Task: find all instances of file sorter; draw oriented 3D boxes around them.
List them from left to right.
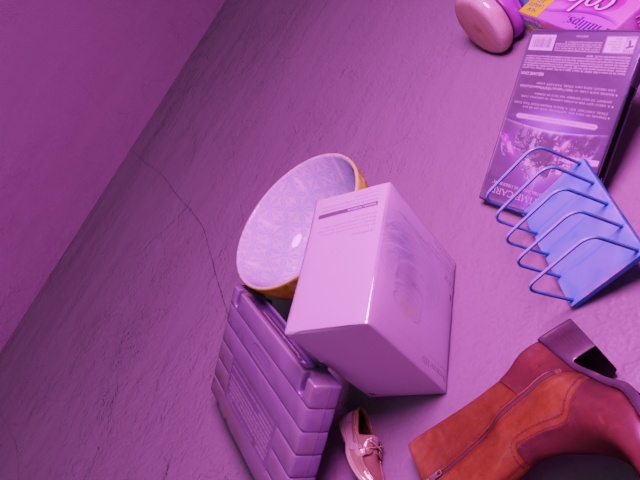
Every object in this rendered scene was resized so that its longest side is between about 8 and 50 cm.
[{"bbox_3d":[0.307,-0.023,0.769,0.118,0.104,0.170,-52,36,37],"label":"file sorter"}]

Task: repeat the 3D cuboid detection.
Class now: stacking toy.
[{"bbox_3d":[0.425,-0.521,1.138,0.330,0.141,0.141,-42,35,1],"label":"stacking toy"}]

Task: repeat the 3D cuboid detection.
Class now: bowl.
[{"bbox_3d":[0.000,0.000,1.089,0.289,0.156,0.290,-30,38,28],"label":"bowl"}]

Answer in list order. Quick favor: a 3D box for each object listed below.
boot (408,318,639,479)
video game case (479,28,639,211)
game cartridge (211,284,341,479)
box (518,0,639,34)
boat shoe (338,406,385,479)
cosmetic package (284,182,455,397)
[{"bbox_3d":[0.227,0.243,0.650,0.280,0.096,0.264,-43,28,12],"label":"boot"},{"bbox_3d":[0.350,-0.170,0.871,0.196,0.026,0.274,31,111,55],"label":"video game case"},{"bbox_3d":[-0.087,0.244,0.965,0.355,0.068,0.230,38,120,58],"label":"game cartridge"},{"bbox_3d":[0.488,-0.388,0.936,0.243,0.117,0.213,-44,36,11],"label":"box"},{"bbox_3d":[0.064,0.294,0.843,0.045,0.050,0.135,-48,35,14],"label":"boat shoe"},{"bbox_3d":[0.086,0.080,0.856,0.138,0.224,0.225,-12,51,35],"label":"cosmetic package"}]
